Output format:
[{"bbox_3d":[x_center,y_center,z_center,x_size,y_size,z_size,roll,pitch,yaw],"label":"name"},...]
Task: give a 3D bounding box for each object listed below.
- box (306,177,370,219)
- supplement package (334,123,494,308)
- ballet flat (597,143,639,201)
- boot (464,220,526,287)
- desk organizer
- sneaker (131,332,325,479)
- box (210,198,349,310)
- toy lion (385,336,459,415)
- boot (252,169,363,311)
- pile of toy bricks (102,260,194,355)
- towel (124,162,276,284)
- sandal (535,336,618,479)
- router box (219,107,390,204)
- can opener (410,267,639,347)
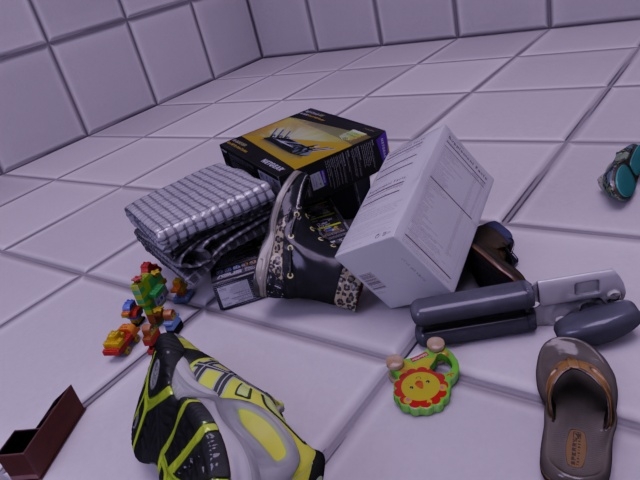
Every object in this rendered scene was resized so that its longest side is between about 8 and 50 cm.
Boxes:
[{"bbox_3d":[-0.004,-0.120,1.281,0.207,0.108,0.153,-5,29,17],"label":"box"},{"bbox_3d":[0.153,-0.037,0.907,0.134,0.139,0.244,-22,32,50],"label":"supplement package"},{"bbox_3d":[0.554,-0.119,1.077,0.070,0.070,0.188,11,34,40],"label":"ballet flat"},{"bbox_3d":[0.280,0.019,0.911,0.106,0.082,0.219,-23,26,-11],"label":"boot"},{"bbox_3d":[-0.384,0.263,0.801,0.047,0.050,0.130,-8,28,12],"label":"desk organizer"},{"bbox_3d":[-0.132,0.223,0.705,0.147,0.145,0.385,14,5,-28],"label":"sneaker"},{"bbox_3d":[-0.077,0.018,1.109,0.270,0.060,0.216,-17,27,-6],"label":"box"},{"bbox_3d":[0.135,0.178,0.740,0.100,0.034,0.096,-21,35,-13],"label":"toy lion"},{"bbox_3d":[0.000,0.002,0.970,0.179,0.085,0.236,12,66,10],"label":"boot"},{"bbox_3d":[-0.300,0.101,1.009,0.118,0.105,0.212,-5,29,17],"label":"pile of toy bricks"},{"bbox_3d":[-0.221,-0.043,1.104,0.235,0.121,0.284,-29,27,-23],"label":"towel"},{"bbox_3d":[0.278,0.175,0.638,0.090,0.060,0.219,1,31,27],"label":"sandal"},{"bbox_3d":[-0.040,-0.179,1.205,0.243,0.081,0.309,-26,31,-21],"label":"router box"},{"bbox_3d":[0.266,0.102,0.767,0.284,0.076,0.095,-11,26,8],"label":"can opener"}]
